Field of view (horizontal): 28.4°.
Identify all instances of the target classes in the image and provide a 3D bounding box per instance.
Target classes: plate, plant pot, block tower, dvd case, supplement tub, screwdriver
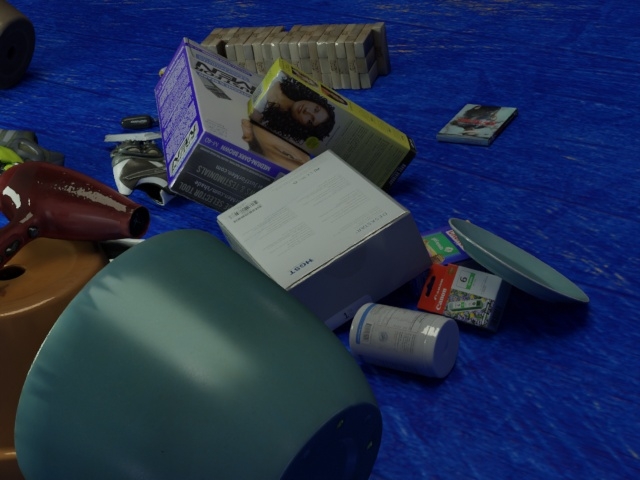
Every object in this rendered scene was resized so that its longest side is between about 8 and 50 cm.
[{"bbox_3d":[0.227,0.030,1.474,0.188,0.024,0.188,27,12,-6],"label":"plate"},{"bbox_3d":[-0.677,-0.392,2.412,0.229,0.263,0.263,22,38,16],"label":"plant pot"},{"bbox_3d":[-0.087,0.169,1.155,0.235,0.293,0.293,29,44,27],"label":"plant pot"},{"bbox_3d":[-0.053,-0.320,2.215,0.336,0.091,0.097,0,31,18],"label":"block tower"},{"bbox_3d":[0.243,-0.179,1.951,0.087,0.013,0.119,9,34,30],"label":"dvd case"},{"bbox_3d":[0.093,0.111,1.409,0.107,0.071,0.071,10,34,29],"label":"supplement tub"},{"bbox_3d":[-0.253,-0.203,2.142,0.170,0.024,0.025,-2,58,0],"label":"screwdriver"},{"bbox_3d":[-0.314,0.116,1.385,0.291,0.203,0.291,-7,28,4],"label":"plant pot"}]

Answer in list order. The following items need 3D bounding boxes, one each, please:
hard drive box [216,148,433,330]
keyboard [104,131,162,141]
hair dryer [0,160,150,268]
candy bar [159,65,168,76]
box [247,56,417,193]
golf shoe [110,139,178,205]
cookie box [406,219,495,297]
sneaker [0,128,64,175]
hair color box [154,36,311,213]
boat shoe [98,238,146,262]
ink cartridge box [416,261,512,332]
[{"bbox_3d":[0.000,0.000,1.576,0.181,0.089,0.232,-32,32,-9],"label":"hard drive box"},{"bbox_3d":[-0.276,-0.163,1.987,0.072,0.014,0.256,-5,6,-23],"label":"keyboard"},{"bbox_3d":[-0.322,0.003,1.333,0.294,0.080,0.223,-15,44,1],"label":"hair dryer"},{"bbox_3d":[-0.231,-0.336,2.371,0.161,0.018,0.040,-27,30,-28],"label":"candy bar"},{"bbox_3d":[0.017,-0.156,1.767,0.232,0.087,0.058,28,22,-18],"label":"box"},{"bbox_3d":[-0.215,-0.093,1.885,0.198,0.093,0.077,3,-16,-22],"label":"golf shoe"},{"bbox_3d":[0.153,0.022,1.583,0.107,0.040,0.092,-14,30,-9],"label":"cookie box"},{"bbox_3d":[-0.519,-0.136,2.027,0.121,0.111,0.300,-19,34,-37],"label":"sneaker"},{"bbox_3d":[-0.126,-0.153,1.811,0.185,0.110,0.339,24,24,-23],"label":"hair color box"},{"bbox_3d":[-0.307,0.022,1.673,0.258,0.084,0.095,2,31,20],"label":"boat shoe"},{"bbox_3d":[0.162,0.063,1.483,0.115,0.062,0.029,16,-6,38],"label":"ink cartridge box"}]
